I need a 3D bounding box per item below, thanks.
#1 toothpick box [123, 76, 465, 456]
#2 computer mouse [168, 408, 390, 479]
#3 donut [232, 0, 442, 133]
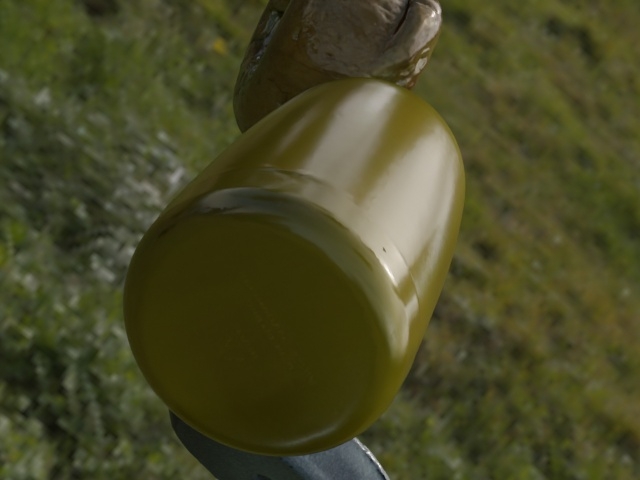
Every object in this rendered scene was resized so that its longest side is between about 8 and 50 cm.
[{"bbox_3d":[0.000,0.000,1.132,0.175,0.175,0.271,38,31,-3],"label":"toothpick box"},{"bbox_3d":[-0.015,0.155,1.267,0.229,0.113,0.068,47,55,-30],"label":"computer mouse"},{"bbox_3d":[0.009,-0.162,1.573,0.128,0.208,0.261,27,10,-11],"label":"donut"}]
